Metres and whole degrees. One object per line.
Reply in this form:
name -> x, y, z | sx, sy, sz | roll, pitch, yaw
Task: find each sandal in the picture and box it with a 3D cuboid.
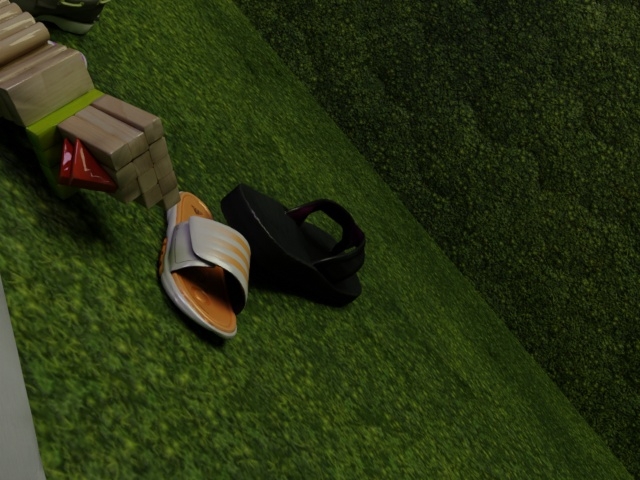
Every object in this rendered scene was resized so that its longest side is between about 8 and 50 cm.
sandal -> -0.132, 0.002, 0.850 | 0.102, 0.076, 0.265 | 37, 20, -34
sandal -> 0.001, 0.002, 1.099 | 0.167, 0.107, 0.446 | 55, 10, 16

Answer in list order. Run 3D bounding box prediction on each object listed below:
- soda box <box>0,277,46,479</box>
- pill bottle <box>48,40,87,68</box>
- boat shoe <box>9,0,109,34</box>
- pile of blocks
soda box -> -0.251, 0.043, 0.417 | 0.098, 0.091, 0.286 | 27, 26, -51
pill bottle -> -0.335, -0.225, 0.898 | 0.043, 0.043, 0.083 | 53, 16, 13
boat shoe -> -0.383, -0.352, 0.974 | 0.109, 0.091, 0.305 | 49, 16, 0
pile of blocks -> -0.305, -0.140, 0.723 | 0.362, 0.149, 0.113 | 42, 58, 10
